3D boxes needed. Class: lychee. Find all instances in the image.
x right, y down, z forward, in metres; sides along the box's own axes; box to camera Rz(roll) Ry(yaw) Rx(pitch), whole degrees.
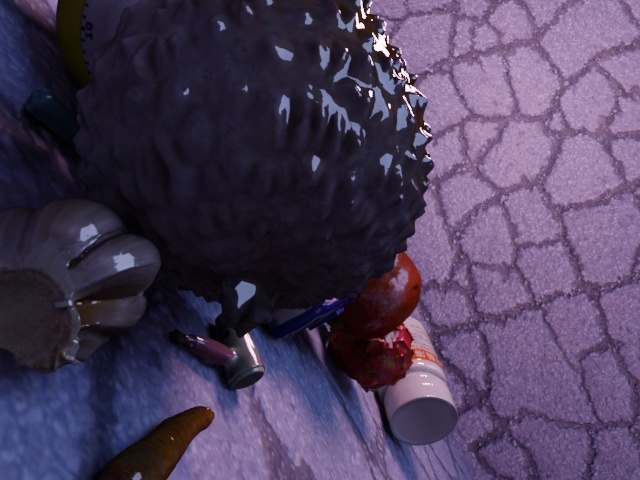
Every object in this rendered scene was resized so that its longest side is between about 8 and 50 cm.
[{"bbox_3d":[-0.062,-0.110,0.557,0.380,0.381,0.431,46,44,-59],"label":"lychee"}]

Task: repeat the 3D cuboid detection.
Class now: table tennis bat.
[{"bbox_3d":[-0.281,-0.111,0.638,0.201,0.033,0.124,54,11,-53],"label":"table tennis bat"}]

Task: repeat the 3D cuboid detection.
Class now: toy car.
[{"bbox_3d":[-0.061,0.063,0.955,0.235,0.172,0.158,59,24,3],"label":"toy car"}]

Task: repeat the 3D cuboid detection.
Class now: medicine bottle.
[{"bbox_3d":[0.269,0.413,1.551,0.211,0.211,0.371,58,10,-26],"label":"medicine bottle"}]

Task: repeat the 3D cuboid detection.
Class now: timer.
[{"bbox_3d":[-0.259,-0.303,0.738,0.285,0.285,0.285,59,10,-17],"label":"timer"}]

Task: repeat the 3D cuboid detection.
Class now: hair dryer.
[{"bbox_3d":[-0.138,0.135,0.668,0.106,0.054,0.154,62,13,27],"label":"hair dryer"}]

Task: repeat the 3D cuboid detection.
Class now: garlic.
[{"bbox_3d":[-0.191,0.036,0.421,0.194,0.131,0.127,63,33,-78],"label":"garlic"}]

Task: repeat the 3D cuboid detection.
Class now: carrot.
[{"bbox_3d":[-0.145,0.194,0.478,0.047,0.047,0.191,63,6,4],"label":"carrot"}]

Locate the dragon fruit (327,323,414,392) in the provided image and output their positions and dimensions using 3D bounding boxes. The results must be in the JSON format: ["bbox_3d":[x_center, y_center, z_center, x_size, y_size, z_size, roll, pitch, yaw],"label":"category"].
[{"bbox_3d":[0.113,0.245,1.263,0.268,0.210,0.205,29,-53,46],"label":"dragon fruit"}]

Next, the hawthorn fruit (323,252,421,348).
[{"bbox_3d":[0.078,0.119,1.082,0.242,0.242,0.271,54,53,-41],"label":"hawthorn fruit"}]
